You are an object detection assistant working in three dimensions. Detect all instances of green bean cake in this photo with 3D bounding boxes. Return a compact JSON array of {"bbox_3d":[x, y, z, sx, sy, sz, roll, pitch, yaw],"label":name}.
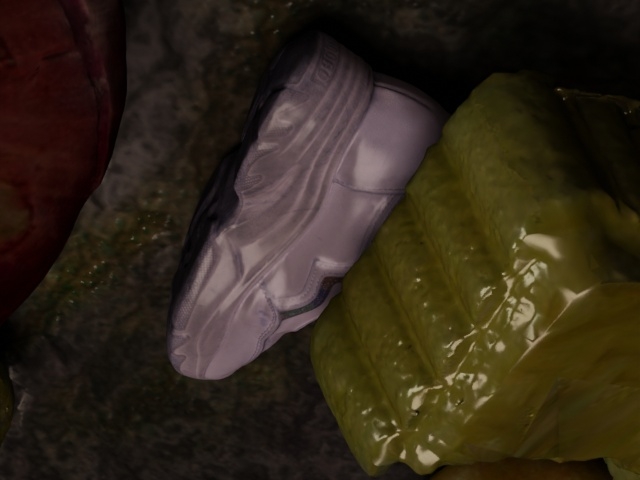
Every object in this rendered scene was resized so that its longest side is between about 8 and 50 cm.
[{"bbox_3d":[0.140,0.045,0.879,0.236,0.124,0.233,8,134,-29],"label":"green bean cake"}]

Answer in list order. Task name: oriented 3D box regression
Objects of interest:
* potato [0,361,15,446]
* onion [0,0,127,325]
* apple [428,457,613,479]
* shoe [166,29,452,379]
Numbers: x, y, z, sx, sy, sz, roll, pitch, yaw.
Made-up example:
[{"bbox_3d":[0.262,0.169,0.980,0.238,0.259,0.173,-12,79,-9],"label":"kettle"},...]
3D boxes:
[{"bbox_3d":[-0.322,0.110,1.092,0.248,0.143,0.169,-4,144,16],"label":"potato"},{"bbox_3d":[-0.275,-0.087,0.832,0.347,0.285,0.348,-6,108,-18],"label":"onion"},{"bbox_3d":[0.146,0.255,1.052,0.264,0.264,0.264,7,135,7],"label":"apple"},{"bbox_3d":[0.000,0.000,0.945,0.137,0.095,0.245,23,129,-8],"label":"shoe"}]
